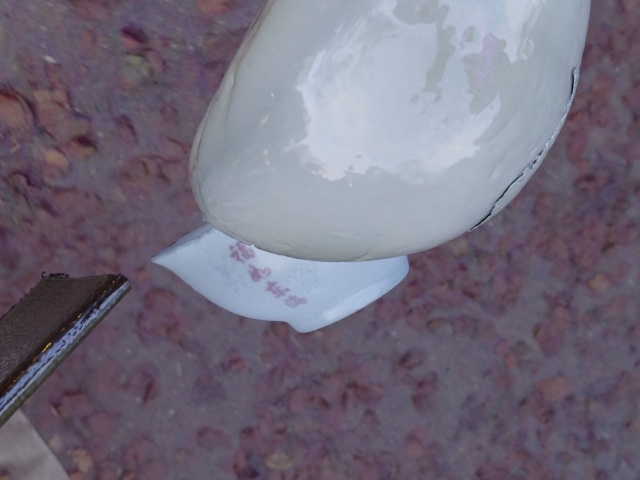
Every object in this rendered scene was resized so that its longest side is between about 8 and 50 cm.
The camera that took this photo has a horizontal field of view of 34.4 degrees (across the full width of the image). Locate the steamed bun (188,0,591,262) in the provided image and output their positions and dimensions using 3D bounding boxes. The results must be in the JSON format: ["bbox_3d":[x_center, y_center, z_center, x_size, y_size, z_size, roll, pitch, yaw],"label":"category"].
[{"bbox_3d":[0.061,-0.119,0.747,0.233,0.312,0.334,26,112,-9],"label":"steamed bun"}]

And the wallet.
[{"bbox_3d":[-0.255,0.115,0.789,0.039,0.133,0.243,54,55,-23],"label":"wallet"}]

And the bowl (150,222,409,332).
[{"bbox_3d":[0.000,0.000,1.428,0.435,0.435,0.196,-31,95,-14],"label":"bowl"}]
